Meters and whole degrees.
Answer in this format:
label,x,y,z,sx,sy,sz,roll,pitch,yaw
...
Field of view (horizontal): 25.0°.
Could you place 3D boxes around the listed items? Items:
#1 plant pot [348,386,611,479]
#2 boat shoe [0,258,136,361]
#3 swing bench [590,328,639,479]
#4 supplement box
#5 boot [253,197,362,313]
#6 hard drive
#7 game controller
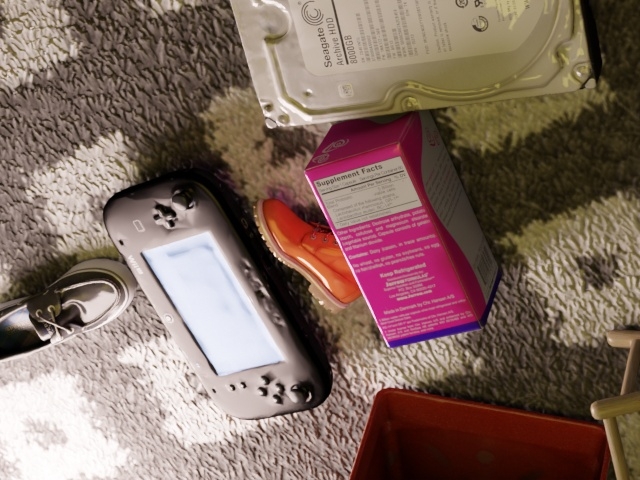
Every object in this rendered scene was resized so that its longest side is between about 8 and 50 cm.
label,x,y,z,sx,sy,sz,roll,pitch,yaw
plant pot,0.163,0.356,1.590,0.267,0.267,0.236,9,135,12
boat shoe,-0.317,0.090,1.678,0.228,0.076,0.080,-17,113,26
swing bench,0.431,0.222,1.465,0.254,0.165,0.253,-7,116,22
supplement box,0.088,-0.017,1.466,0.114,0.111,0.220,-14,113,25
boot,0.000,0.000,1.540,0.084,0.059,0.158,-34,113,28
hard drive,0.080,-0.238,1.368,0.339,0.064,0.237,-4,118,21
game controller,-0.114,0.066,1.606,0.166,0.067,0.319,-20,111,26
